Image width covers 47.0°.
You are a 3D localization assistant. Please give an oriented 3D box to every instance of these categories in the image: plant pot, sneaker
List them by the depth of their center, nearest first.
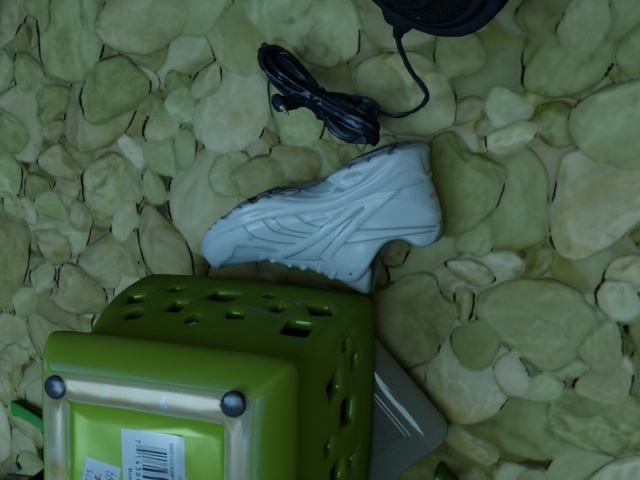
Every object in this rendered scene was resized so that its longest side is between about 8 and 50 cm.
[{"bbox_3d":[-0.090,0.159,0.593,0.227,0.207,0.228,5,98,16],"label":"plant pot"},{"bbox_3d":[0.000,0.000,0.646,0.232,0.090,0.115,-18,96,25],"label":"sneaker"}]

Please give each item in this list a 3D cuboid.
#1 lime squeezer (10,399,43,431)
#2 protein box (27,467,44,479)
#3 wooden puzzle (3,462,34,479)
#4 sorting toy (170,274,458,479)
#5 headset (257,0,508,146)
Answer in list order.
[{"bbox_3d":[-0.211,0.206,0.797,0.310,0.059,0.110,-16,62,24],"label":"lime squeezer"},{"bbox_3d":[-0.304,0.403,0.812,0.199,0.136,0.201,37,111,8],"label":"protein box"},{"bbox_3d":[-0.359,0.308,0.891,0.049,0.006,0.083,-3,100,22],"label":"wooden puzzle"},{"bbox_3d":[-0.007,0.163,0.702,0.196,0.047,0.348,-42,85,17],"label":"sorting toy"},{"bbox_3d":[0.078,-0.231,0.498,0.185,0.243,0.394,36,131,13],"label":"headset"}]
